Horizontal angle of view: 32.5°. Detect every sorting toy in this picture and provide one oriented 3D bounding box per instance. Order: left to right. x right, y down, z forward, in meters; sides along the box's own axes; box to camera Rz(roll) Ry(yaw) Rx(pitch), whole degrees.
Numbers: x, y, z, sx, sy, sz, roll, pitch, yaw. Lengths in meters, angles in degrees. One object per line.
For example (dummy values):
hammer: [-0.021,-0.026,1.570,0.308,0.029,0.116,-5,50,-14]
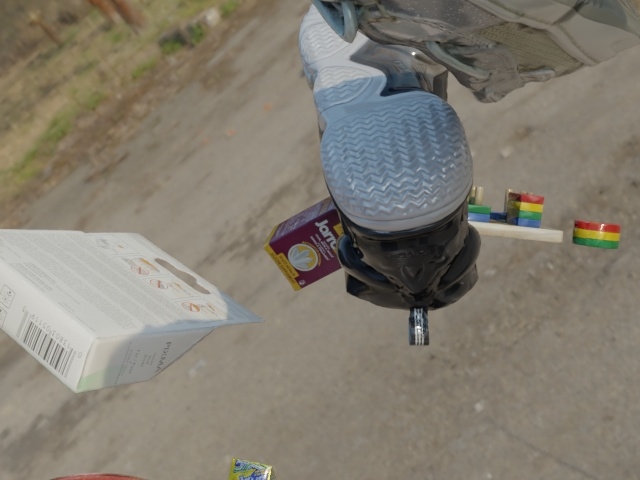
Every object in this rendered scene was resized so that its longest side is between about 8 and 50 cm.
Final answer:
sorting toy: [0.155,-0.033,1.110,0.132,0.274,0.046,-137,53,-82]

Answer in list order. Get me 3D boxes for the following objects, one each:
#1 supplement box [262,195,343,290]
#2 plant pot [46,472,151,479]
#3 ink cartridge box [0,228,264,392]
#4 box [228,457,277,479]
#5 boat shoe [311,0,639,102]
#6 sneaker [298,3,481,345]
supplement box: [0.000,0.000,0.979,0.083,0.055,0.043,-29,17,26]
plant pot: [-0.153,0.267,0.503,0.272,0.272,0.265,-37,-9,11]
ink cartridge box: [-0.183,0.052,0.953,0.224,0.181,0.056,3,-65,-59]
box: [-0.098,0.362,1.606,0.169,0.059,0.054,86,-164,-70]
boat shoe: [0.045,-0.116,0.467,0.103,0.118,0.320,-34,-15,26]
sneaker: [0.045,-0.056,0.711,0.101,0.153,0.269,-6,40,4]
